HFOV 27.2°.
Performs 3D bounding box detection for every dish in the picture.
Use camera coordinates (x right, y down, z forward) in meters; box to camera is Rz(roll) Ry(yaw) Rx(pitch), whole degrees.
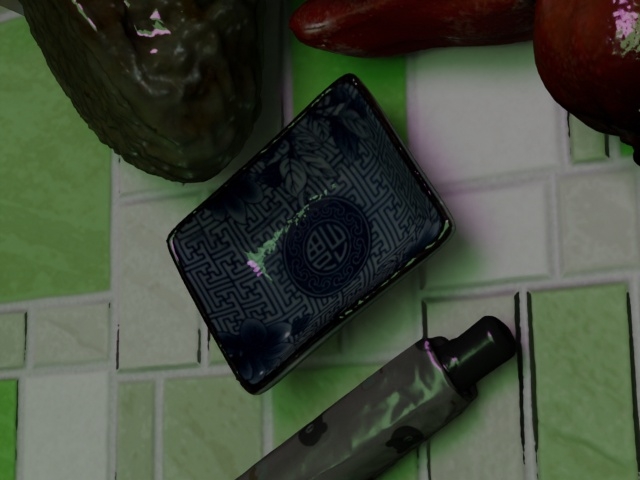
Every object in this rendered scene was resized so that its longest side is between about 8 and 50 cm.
[{"bbox_3d":[0.000,0.000,1.160,0.243,0.080,0.182,-41,63,20],"label":"dish"}]

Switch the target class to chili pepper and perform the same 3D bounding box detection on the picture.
[{"bbox_3d":[0.095,-0.210,1.115,0.252,0.144,0.136,-12,113,33],"label":"chili pepper"}]

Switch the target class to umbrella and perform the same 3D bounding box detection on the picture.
[{"bbox_3d":[0.025,0.173,1.121,0.337,0.067,0.073,-40,77,18],"label":"umbrella"}]

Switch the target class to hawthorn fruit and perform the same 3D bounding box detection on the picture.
[{"bbox_3d":[0.261,-0.182,0.988,0.189,0.189,0.251,0,72,31],"label":"hawthorn fruit"}]

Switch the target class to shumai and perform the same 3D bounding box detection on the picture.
[{"bbox_3d":[-0.114,-0.238,1.222,0.288,0.292,0.330,-32,64,-16],"label":"shumai"}]

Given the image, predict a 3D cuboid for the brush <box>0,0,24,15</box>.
[{"bbox_3d":[-0.317,-0.254,1.339,0.033,0.178,0.030,-40,55,25],"label":"brush"}]
